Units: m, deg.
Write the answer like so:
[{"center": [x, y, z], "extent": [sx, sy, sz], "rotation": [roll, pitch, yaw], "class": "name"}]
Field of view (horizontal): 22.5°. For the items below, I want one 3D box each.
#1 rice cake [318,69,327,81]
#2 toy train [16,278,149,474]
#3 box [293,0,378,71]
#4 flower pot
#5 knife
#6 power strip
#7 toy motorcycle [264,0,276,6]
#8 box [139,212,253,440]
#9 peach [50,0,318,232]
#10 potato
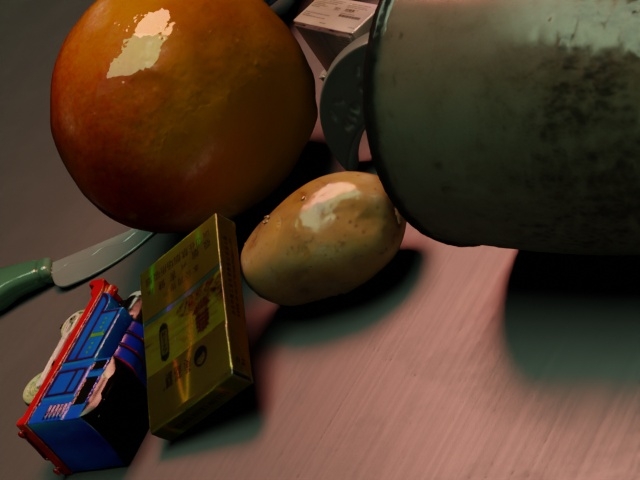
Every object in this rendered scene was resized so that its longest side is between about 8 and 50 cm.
[{"center": [0.083, -0.241, 1.882], "extent": [0.211, 0.043, 0.034], "rotation": [-44, 24, -15], "class": "rice cake"}, {"center": [-0.217, 0.133, 1.614], "extent": [0.131, 0.083, 0.204], "rotation": [-12, 38, 36], "class": "toy train"}, {"center": [0.049, -0.199, 1.768], "extent": [0.051, 0.129, 0.130], "rotation": [-44, 30, -13], "class": "box"}, {"center": [0.247, -0.126, 1.303], "extent": [0.330, 0.293, 0.293], "rotation": [7, 50, 44], "class": "flower pot"}, {"center": [-0.303, 0.032, 1.908], "extent": [0.260, 0.034, 0.063], "rotation": [-20, 37, 20], "class": "knife"}, {"center": [0.090, -0.158, 1.664], "extent": [0.216, 0.137, 0.044], "rotation": [-21, 18, 29], "class": "power strip"}, {"center": [-0.005, -0.385, 2.054], "extent": [0.416, 0.172, 0.232], "rotation": [-24, 24, 3], "class": "toy motorcycle"}, {"center": [-0.122, 0.083, 1.554], "extent": [0.121, 0.030, 0.193], "rotation": [-38, 43, 31], "class": "box"}, {"center": [-0.163, -0.148, 1.739], "extent": [0.289, 0.289, 0.308], "rotation": [1, 28, 47], "class": "peach"}, {"center": [0.000, 0.000, 1.553], "extent": [0.178, 0.109, 0.118], "rotation": [-26, 52, 30], "class": "potato"}]
